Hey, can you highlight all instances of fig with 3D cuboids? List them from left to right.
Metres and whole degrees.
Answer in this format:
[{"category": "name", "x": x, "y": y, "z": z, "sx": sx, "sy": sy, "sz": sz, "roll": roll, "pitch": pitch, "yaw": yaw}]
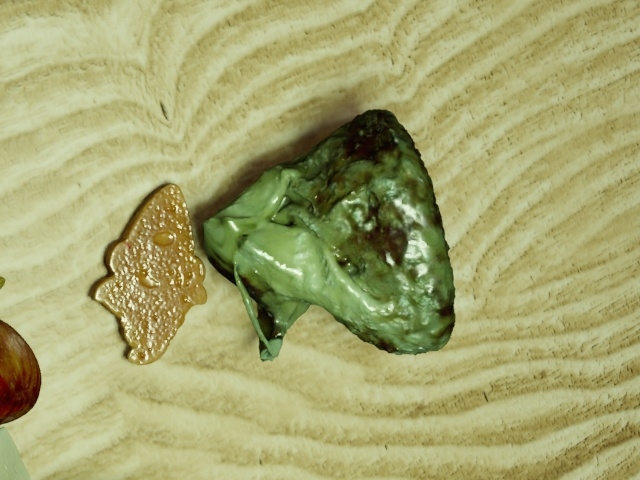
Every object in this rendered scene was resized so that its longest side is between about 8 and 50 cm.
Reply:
[{"category": "fig", "x": -0.482, "y": 0.158, "z": 1.709, "sx": 0.175, "sy": 0.175, "sz": 0.207, "roll": -11, "pitch": 86, "yaw": -27}]

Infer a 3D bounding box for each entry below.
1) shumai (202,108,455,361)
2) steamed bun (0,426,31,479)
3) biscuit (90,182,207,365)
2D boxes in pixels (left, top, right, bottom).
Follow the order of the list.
[{"category": "shumai", "x": 0.000, "y": 0.000, "z": 1.866, "sx": 0.348, "sy": 0.395, "sz": 0.395, "roll": -9, "pitch": 96, "yaw": -6}, {"category": "steamed bun", "x": -0.497, "y": 0.355, "z": 1.666, "sx": 0.164, "sy": 0.242, "sz": 0.146, "roll": -18, "pitch": 100, "yaw": 3}, {"category": "biscuit", "x": -0.254, "y": 0.050, "z": 1.882, "sx": 0.183, "sy": 0.043, "sz": 0.280, "roll": 10, "pitch": 82, "yaw": -31}]
